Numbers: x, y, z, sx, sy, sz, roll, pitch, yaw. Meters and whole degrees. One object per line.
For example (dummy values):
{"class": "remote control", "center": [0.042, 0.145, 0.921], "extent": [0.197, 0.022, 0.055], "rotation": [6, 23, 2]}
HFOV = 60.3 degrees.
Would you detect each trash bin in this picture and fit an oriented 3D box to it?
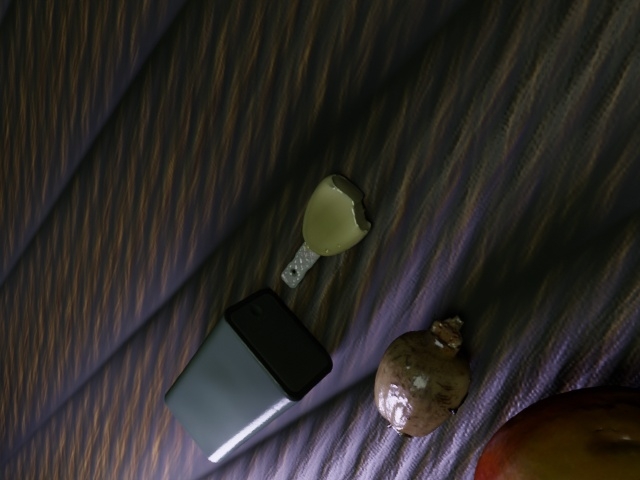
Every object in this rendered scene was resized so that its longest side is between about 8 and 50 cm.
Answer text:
{"class": "trash bin", "center": [-0.173, 0.300, 1.171], "extent": [0.223, 0.158, 0.343], "rotation": [48, 123, 9]}

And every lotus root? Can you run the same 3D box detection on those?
{"class": "lotus root", "center": [0.177, 0.252, 0.967], "extent": [0.154, 0.140, 0.256], "rotation": [30, 123, 27]}

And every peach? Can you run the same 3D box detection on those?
{"class": "peach", "center": [0.404, 0.373, 0.782], "extent": [0.373, 0.290, 0.372], "rotation": [7, 106, 25]}

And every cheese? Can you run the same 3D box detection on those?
{"class": "cheese", "center": [0.000, 0.000, 1.046], "extent": [0.127, 0.050, 0.255], "rotation": [42, 122, 11]}
